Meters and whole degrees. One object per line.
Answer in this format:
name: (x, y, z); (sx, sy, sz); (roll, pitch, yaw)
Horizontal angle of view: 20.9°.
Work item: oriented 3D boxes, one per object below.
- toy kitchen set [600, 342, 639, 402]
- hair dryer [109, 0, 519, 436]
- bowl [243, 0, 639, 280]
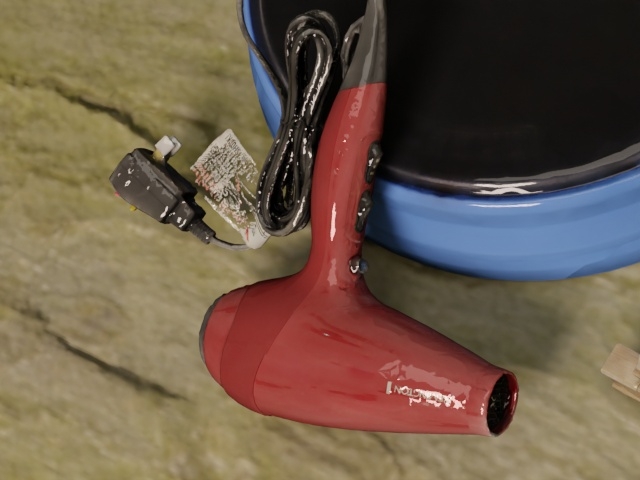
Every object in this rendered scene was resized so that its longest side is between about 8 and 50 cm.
toy kitchen set: (0.173, 0.099, 0.907); (0.083, 0.068, 0.075); (28, 77, 30)
hair dryer: (0.000, 0.000, 0.961); (0.293, 0.080, 0.223); (52, 126, 16)
bowl: (0.134, -0.167, 1.050); (0.391, 0.077, 0.391); (-8, 63, 16)
